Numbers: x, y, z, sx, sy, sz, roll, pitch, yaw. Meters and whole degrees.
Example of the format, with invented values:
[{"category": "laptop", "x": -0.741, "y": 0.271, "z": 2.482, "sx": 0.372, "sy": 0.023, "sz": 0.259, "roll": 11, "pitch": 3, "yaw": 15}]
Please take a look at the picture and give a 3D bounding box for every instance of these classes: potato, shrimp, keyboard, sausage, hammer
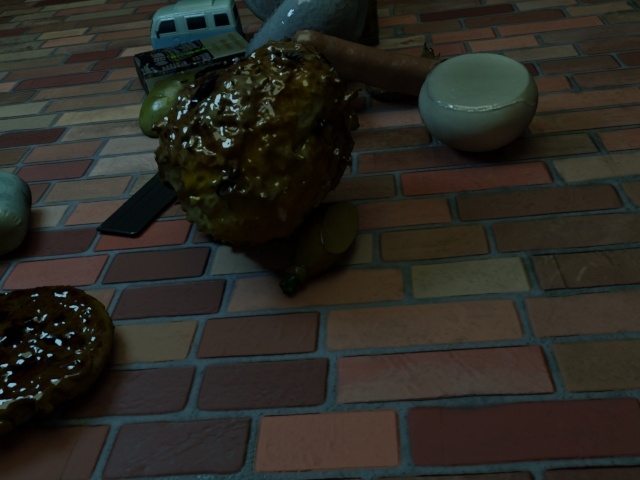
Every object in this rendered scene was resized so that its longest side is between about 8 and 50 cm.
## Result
[{"category": "potato", "x": -0.337, "y": -0.356, "z": 1.720, "sx": 0.160, "sy": 0.111, "sz": 0.272, "roll": 22, "pitch": 45, "yaw": 35}, {"category": "shrimp", "x": 0.203, "y": -0.413, "z": 1.731, "sx": 0.173, "sy": 0.058, "sz": 0.253, "roll": -3, "pitch": 37, "yaw": 24}, {"category": "keyboard", "x": -0.316, "y": -0.126, "z": 1.448, "sx": 0.103, "sy": 0.041, "sz": 0.381, "roll": 8, "pitch": 44, "yaw": 22}, {"category": "sausage", "x": 0.135, "y": -0.392, "z": 1.577, "sx": 0.419, "sy": 0.094, "sz": 0.094, "roll": 11, "pitch": -5, "yaw": -5}, {"category": "hammer", "x": -0.707, "y": -0.022, "z": 1.328, "sx": 0.306, "sy": 0.113, "sz": 0.202, "roll": -19, "pitch": 32, "yaw": -6}]

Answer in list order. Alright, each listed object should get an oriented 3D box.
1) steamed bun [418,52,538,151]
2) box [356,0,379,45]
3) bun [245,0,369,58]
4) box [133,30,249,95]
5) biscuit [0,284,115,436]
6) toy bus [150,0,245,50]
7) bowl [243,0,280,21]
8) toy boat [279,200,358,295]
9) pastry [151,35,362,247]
[{"category": "steamed bun", "x": 0.312, "y": -0.260, "z": 1.392, "sx": 0.232, "sy": 0.145, "sz": 0.231, "roll": -6, "pitch": 45, "yaw": 6}, {"category": "box", "x": 0.065, "y": -0.666, "z": 1.898, "sx": 0.173, "sy": 0.311, "sz": 0.043, "roll": -7, "pitch": 47, "yaw": 3}, {"category": "bun", "x": -0.026, "y": -0.527, "z": 1.754, "sx": 0.362, "sy": 0.211, "sz": 0.362, "roll": -40, "pitch": 18, "yaw": 16}, {"category": "box", "x": -0.343, "y": -0.483, "z": 1.928, "sx": 0.310, "sy": 0.084, "sz": 0.198, "roll": -18, "pitch": 35, "yaw": -13}, {"category": "biscuit", "x": -0.465, "y": 0.174, "z": 0.997, "sx": 0.334, "sy": 0.081, "sz": 0.289, "roll": -4, "pitch": 33, "yaw": 0}, {"category": "toy bus", "x": -0.372, "y": -0.628, "z": 2.075, "sx": 0.271, "sy": 0.164, "sz": 0.133, "roll": -6, "pitch": 34, "yaw": 4}, {"category": "bowl", "x": -0.045, "y": -0.723, "z": 2.083, "sx": 0.435, "sy": 0.196, "sz": 0.435, "roll": -9, "pitch": 21, "yaw": 4}, {"category": "toy boat", "x": 0.000, "y": 0.000, "z": 1.152, "sx": 0.088, "sy": 0.089, "sz": 0.229, "roll": -33, "pitch": 16, "yaw": 37}, {"category": "pastry", "x": -0.105, "y": -0.167, "z": 1.163, "sx": 0.337, "sy": 0.292, "sz": 0.405, "roll": -42, "pitch": 15, "yaw": -10}]
